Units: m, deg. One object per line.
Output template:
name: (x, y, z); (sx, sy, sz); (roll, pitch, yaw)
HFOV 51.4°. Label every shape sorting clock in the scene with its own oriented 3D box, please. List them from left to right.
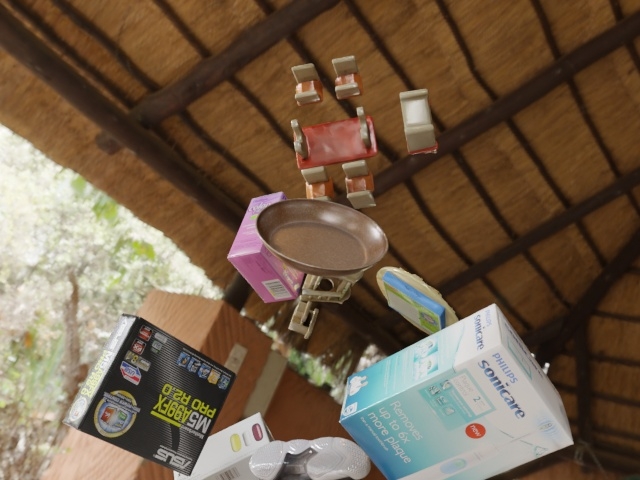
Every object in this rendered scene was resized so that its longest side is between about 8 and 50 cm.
shape sorting clock: (0.199, 0.127, 1.347); (0.206, 0.040, 0.206); (38, -17, 13)

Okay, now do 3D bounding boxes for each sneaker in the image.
sneaker: (-0.007, 0.490, 1.357); (0.269, 0.101, 0.153); (-9, -67, 28)

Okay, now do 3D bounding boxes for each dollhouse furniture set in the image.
dollhouse furniture set: (0.021, 0.097, 1.318); (0.101, 0.160, 0.182); (21, -31, -2)
dollhouse furniture set: (0.079, -0.190, 1.220); (0.259, 0.261, 0.135); (-9, -14, 10)

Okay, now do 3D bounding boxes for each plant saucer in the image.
plant saucer: (0.000, 0.000, 0.982); (0.199, 0.198, 0.036); (19, -60, 13)

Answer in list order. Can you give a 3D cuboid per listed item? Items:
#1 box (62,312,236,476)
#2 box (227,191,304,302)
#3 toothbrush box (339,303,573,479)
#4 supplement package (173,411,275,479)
box: (-0.305, 0.291, 1.239); (0.060, 0.216, 0.270); (2, -31, 44)
box: (-0.137, 0.022, 1.963); (0.117, 0.242, 0.213); (-11, -48, 28)
toothbrush box: (0.215, 0.272, 1.078); (0.296, 0.126, 0.216); (-31, -74, 20)
supplement package: (-0.227, 0.622, 1.757); (0.204, 0.262, 0.145); (68, -7, -26)
